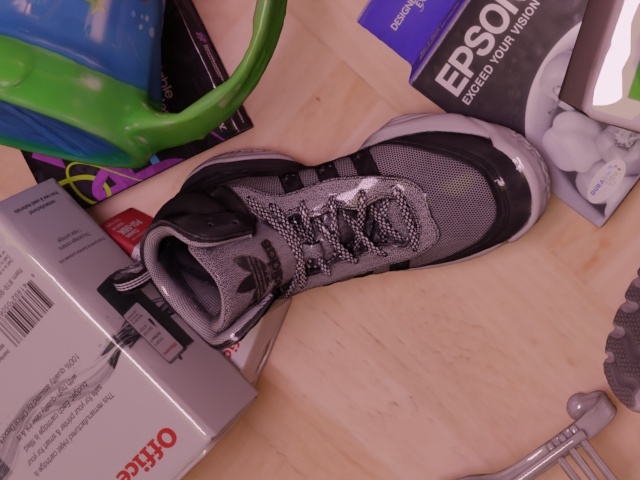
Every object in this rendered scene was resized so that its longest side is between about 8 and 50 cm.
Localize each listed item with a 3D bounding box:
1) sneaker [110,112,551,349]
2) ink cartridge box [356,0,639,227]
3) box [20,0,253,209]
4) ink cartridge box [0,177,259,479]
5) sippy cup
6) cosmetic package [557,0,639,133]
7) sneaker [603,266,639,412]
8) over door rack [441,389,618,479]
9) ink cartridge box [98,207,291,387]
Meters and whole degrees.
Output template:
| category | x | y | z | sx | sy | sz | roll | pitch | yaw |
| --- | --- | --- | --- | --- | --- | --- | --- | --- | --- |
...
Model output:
| category | x | y | z | sx | sy | sz | roll | pitch | yaw |
| --- | --- | --- | --- | --- | --- | --- | --- | --- | --- |
| sneaker | 0.000 | 0.000 | 0.894 | 0.268 | 0.153 | 0.101 | -5 | 113 | 31 |
| ink cartridge box | 0.149 | -0.150 | 0.877 | 0.208 | 0.045 | 0.206 | 38 | 114 | 8 |
| box | -0.140 | -0.096 | 1.003 | 0.162 | 0.029 | 0.116 | -24 | 96 | 22 |
| ink cartridge box | -0.167 | 0.088 | 0.969 | 0.208 | 0.087 | 0.153 | 46 | 116 | 3 |
| sippy cup | -0.186 | -0.182 | 0.885 | 0.305 | 0.240 | 0.224 | 18 | 84 | -26 |
| cosmetic package | 0.319 | -0.101 | 0.690 | 0.365 | 0.155 | 0.197 | 16 | 99 | 2 |
| sneaker | 0.278 | -0.013 | 0.860 | 0.115 | 0.105 | 0.281 | 20 | 110 | -23 |
| over door rack | 0.118 | 0.283 | 0.934 | 0.324 | 0.108 | 0.239 | -38 | 90 | -7 |
| ink cartridge box | -0.102 | 0.054 | 1.016 | 0.135 | 0.056 | 0.099 | 27 | 112 | 11 |
